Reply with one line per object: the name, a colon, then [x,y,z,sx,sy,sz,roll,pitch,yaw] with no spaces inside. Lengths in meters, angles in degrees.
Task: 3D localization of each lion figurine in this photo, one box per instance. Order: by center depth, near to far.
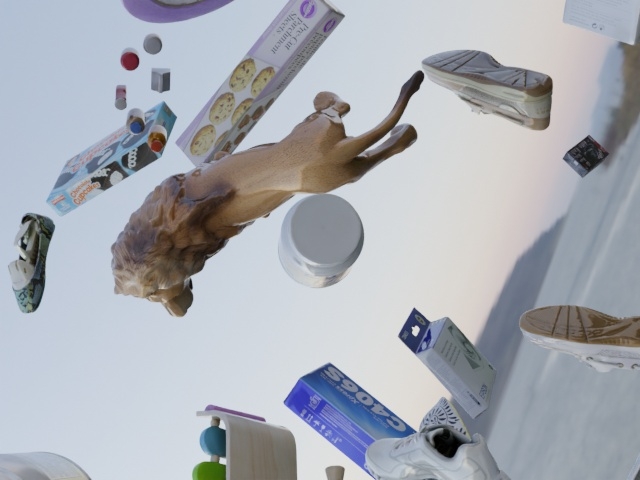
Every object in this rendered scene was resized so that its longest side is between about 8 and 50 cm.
lion figurine: [-0.063,-0.068,1.225,0.392,0.142,0.240,-34,5,25]

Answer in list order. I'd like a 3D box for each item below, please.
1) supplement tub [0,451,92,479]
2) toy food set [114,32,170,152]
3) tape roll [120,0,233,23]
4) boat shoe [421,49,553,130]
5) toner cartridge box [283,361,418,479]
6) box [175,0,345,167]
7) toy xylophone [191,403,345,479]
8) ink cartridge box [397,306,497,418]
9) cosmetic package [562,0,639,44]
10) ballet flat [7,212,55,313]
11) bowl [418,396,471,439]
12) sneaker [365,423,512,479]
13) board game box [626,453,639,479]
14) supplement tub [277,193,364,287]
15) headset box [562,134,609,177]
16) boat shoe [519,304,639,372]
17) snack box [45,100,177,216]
supplement tub: [-0.499,0.461,1.716,0.325,0.235,0.235,71,-139,-79]
toy food set: [-0.363,-0.300,2.181,0.104,0.111,0.232,-111,24,-67]
tape roll: [-0.190,-0.445,1.609,0.274,0.090,0.275,-25,-13,-6]
boat shoe: [0.334,-0.309,2.200,0.121,0.341,0.110,-26,-55,-25]
toner cartridge box: [0.103,0.397,2.195,0.075,0.348,0.165,-58,-15,19]
box: [-0.095,-0.243,1.625,0.324,0.067,0.063,-47,-17,18]
toy xylophone: [-0.074,0.374,1.392,0.081,0.236,0.323,-31,42,40]
ink cartridge box: [0.263,0.232,2.167,0.045,0.224,0.223,-44,0,19]
cosmetic package: [0.506,-0.459,1.663,0.224,0.138,0.225,-34,-44,-35]
ballet flat: [-0.501,0.034,1.816,0.070,0.070,0.188,93,177,-56]
bowl: [0.217,0.370,1.885,0.080,0.170,0.170,-23,-23,-7]
sneaker: [0.175,0.341,1.698,0.110,0.292,0.118,-38,-68,-33]
board game box: [0.521,0.398,1.575,0.390,0.050,0.390,-52,-50,-28]
supplement tub: [0.000,0.000,1.863,0.200,0.144,0.144,110,-177,-78]
headset box: [0.570,-0.182,2.282,0.083,0.062,0.032,-36,-17,-25]
boat shoe: [0.469,0.178,1.782,0.098,0.277,0.096,-65,-22,-50]
snack box: [-0.495,-0.194,2.532,0.060,0.322,0.187,51,-155,-26]
